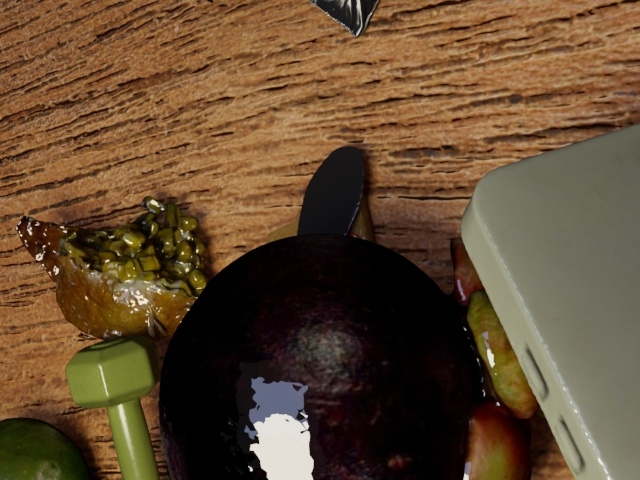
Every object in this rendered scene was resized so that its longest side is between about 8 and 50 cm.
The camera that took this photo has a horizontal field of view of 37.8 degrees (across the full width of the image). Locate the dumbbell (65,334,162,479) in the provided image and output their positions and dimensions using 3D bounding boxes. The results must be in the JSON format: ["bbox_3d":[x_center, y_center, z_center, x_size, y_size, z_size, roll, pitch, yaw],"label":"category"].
[{"bbox_3d":[-0.236,0.274,1.197,0.108,0.121,0.301,-13,95,1],"label":"dumbbell"}]

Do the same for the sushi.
[{"bbox_3d":[-0.278,0.039,1.306,0.296,0.167,0.179,24,116,40],"label":"sushi"}]

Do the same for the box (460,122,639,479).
[{"bbox_3d":[0.354,0.061,0.830,0.367,0.090,0.373,-17,67,-9],"label":"box"}]

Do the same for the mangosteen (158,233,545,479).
[{"bbox_3d":[0.050,0.161,0.950,0.435,0.382,0.382,-25,67,12],"label":"mangosteen"}]

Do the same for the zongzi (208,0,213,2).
[{"bbox_3d":[-0.047,-0.417,1.294,0.241,0.111,0.247,31,107,16],"label":"zongzi"}]

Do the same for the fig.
[{"bbox_3d":[-0.389,0.364,1.308,0.245,0.195,0.195,28,96,-2],"label":"fig"}]

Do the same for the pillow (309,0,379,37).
[{"bbox_3d":[-0.001,-0.379,1.229,0.208,0.055,0.141,32,102,1],"label":"pillow"}]

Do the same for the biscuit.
[{"bbox_3d":[-0.008,0.040,1.196,0.212,0.041,0.238,31,98,35],"label":"biscuit"}]

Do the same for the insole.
[{"bbox_3d":[0.000,0.000,1.176,0.086,0.005,0.253,10,80,34],"label":"insole"}]
